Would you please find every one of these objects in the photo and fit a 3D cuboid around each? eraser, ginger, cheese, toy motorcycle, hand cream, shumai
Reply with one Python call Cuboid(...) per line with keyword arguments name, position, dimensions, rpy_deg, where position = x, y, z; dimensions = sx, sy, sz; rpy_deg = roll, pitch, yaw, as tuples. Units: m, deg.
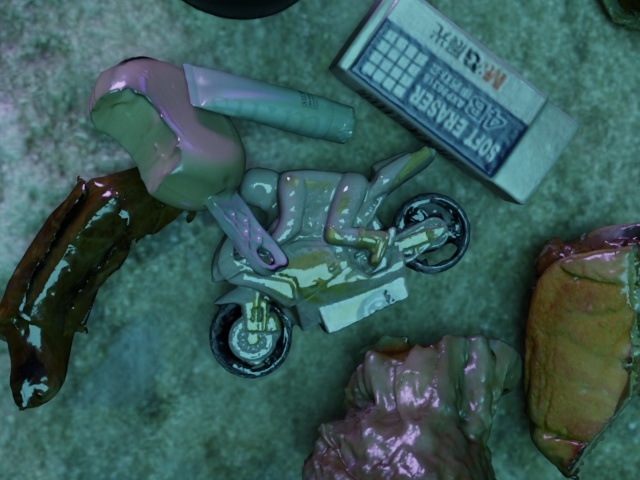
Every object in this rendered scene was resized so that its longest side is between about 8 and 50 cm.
Cuboid(name="eraser", position=(0.157, -0.170, 1.218), dimensions=(0.279, 0.081, 0.124), rpy_deg=(35, 89, -11))
Cuboid(name="ginger", position=(-0.271, 0.033, 1.159), dimensions=(0.133, 0.107, 0.309), rpy_deg=(38, 86, -6))
Cuboid(name="cheese", position=(-0.131, -0.077, 1.117), dimensions=(0.082, 0.163, 0.286), rpy_deg=(-46, 72, 30))
Cuboid(name="toy motorcycle", position=(0.000, 0.000, 1.201), dimensions=(0.340, 0.108, 0.223), rpy_deg=(-27, 91, -6))
Cuboid(name="hand cream", position=(-0.058, -0.155, 1.175), dimensions=(0.205, 0.078, 0.050), rpy_deg=(11, 132, -27))
Cuboid(name="shumai", position=(0.140, 0.224, 1.154), dimensions=(0.267, 0.314, 0.262), rpy_deg=(29, 87, 2))

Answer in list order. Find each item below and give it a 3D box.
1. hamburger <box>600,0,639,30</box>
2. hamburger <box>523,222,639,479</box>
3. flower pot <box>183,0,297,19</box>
Cuboid(name="hamburger", position=(0.462, -0.372, 1.221), dimensions=(0.285, 0.134, 0.265), rpy_deg=(-33, 102, -7))
Cuboid(name="hamburger", position=(0.322, 0.118, 1.228), dimensions=(0.282, 0.155, 0.245), rpy_deg=(-47, 69, 31))
Cuboid(name="flower pot", position=(-0.085, -0.370, 1.126), dimensions=(0.235, 0.148, 0.235), rpy_deg=(-1, 95, -9))
